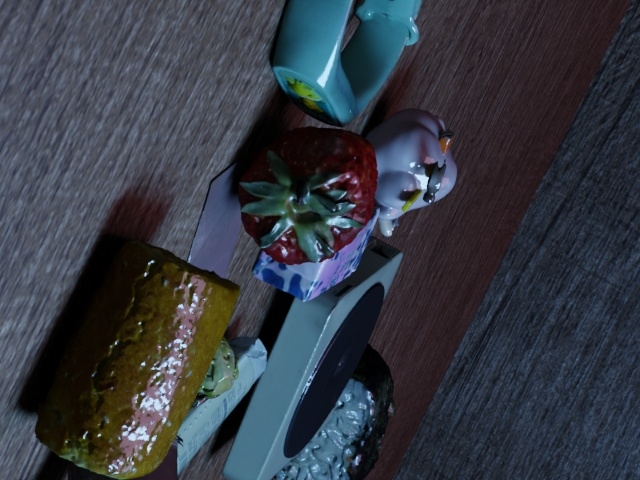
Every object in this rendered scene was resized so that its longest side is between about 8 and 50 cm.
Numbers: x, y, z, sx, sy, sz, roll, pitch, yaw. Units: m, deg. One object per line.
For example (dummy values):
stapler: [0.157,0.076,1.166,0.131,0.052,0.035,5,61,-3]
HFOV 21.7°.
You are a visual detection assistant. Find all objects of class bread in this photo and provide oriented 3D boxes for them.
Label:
bread: [-0.141,0.091,1.281,0.172,0.103,0.132,-64,168,1]

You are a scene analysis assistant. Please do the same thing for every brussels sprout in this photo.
brussels sprout: [-0.112,0.126,1.585,0.085,0.058,0.085,-39,159,-18]

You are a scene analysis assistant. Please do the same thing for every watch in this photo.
watch: [0.030,-0.202,1.462,0.195,0.068,0.237,-63,164,-9]

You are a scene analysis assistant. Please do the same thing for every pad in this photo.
pad: [-0.093,0.002,1.511,0.113,0.006,0.188,-44,157,-54]

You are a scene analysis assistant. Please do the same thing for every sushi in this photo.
sushi: [0.020,0.239,2.179,0.127,0.124,0.225,-42,150,-58]

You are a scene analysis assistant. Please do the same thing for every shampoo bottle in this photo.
shampoo bottle: [-0.123,0.172,1.645,0.212,0.049,0.072,-47,156,-47]

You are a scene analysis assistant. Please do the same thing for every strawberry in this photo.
strawberry: [-0.009,-0.050,1.492,0.148,0.131,0.131,-87,-167,-54]

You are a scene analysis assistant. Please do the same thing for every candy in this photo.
candy: [0.000,0.000,1.724,0.092,0.073,0.160,-68,166,16]

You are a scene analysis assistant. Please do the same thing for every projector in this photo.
projector: [-0.013,0.136,1.933,0.259,0.079,0.257,-68,166,20]

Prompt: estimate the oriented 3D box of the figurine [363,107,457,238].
figurine: [0.093,-0.079,1.867,0.137,0.112,0.229,-51,178,-16]

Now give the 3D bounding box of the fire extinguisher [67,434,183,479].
fire extinguisher: [-0.163,0.233,1.372,0.105,0.104,0.269,72,17,-72]
